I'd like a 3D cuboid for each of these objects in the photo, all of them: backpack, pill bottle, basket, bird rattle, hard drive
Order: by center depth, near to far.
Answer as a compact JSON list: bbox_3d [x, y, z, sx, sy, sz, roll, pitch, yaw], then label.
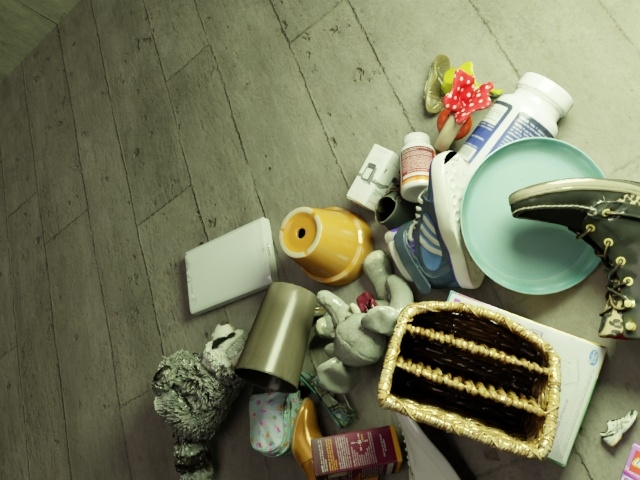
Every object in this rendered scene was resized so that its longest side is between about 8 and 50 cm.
[{"bbox_3d":[0.269,0.224,1.045,0.299,0.223,0.213,18,89,9],"label":"basket"},{"bbox_3d":[0.416,-0.222,1.278,0.153,0.153,0.265,43,102,34],"label":"pill bottle"},{"bbox_3d":[0.326,-0.289,1.328,0.143,0.253,0.207,23,124,1],"label":"bird rattle"},{"bbox_3d":[0.226,-0.171,1.351,0.086,0.086,0.152,-15,59,30],"label":"pill bottle"},{"bbox_3d":[-0.097,0.228,1.393,0.154,0.204,0.227,14,65,7],"label":"basket"},{"bbox_3d":[-0.112,0.446,1.462,0.152,0.115,0.182,-18,63,31],"label":"backpack"},{"bbox_3d":[-0.268,0.079,1.719,0.307,0.040,0.203,-22,65,26],"label":"hard drive"}]

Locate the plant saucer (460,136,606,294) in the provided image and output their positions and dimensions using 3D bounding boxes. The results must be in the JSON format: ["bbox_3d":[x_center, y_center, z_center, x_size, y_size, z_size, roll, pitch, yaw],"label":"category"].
[{"bbox_3d":[0.437,-0.049,1.193,0.317,0.044,0.317,0,90,-3],"label":"plant saucer"}]

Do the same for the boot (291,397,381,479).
[{"bbox_3d":[0.040,0.524,1.367,0.211,0.104,0.295,-4,70,22],"label":"boot"}]

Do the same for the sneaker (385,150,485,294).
[{"bbox_3d":[0.221,-0.036,1.292,0.236,0.130,0.323,4,122,43],"label":"sneaker"}]

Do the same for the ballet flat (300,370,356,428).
[{"bbox_3d":[0.020,0.377,1.439,0.188,0.070,0.070,44,102,32],"label":"ballet flat"}]

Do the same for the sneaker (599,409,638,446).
[{"bbox_3d":[0.559,0.346,1.097,0.037,0.032,0.083,41,100,34],"label":"sneaker"}]

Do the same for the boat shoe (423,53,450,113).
[{"bbox_3d":[0.291,-0.391,1.478,0.056,0.048,0.153,9,84,-10],"label":"boat shoe"}]

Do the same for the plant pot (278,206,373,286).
[{"bbox_3d":[0.000,0.000,1.471,0.205,0.188,0.205,-10,71,31],"label":"plant pot"}]

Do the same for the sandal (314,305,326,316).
[{"bbox_3d":[-0.076,0.224,1.538,0.219,0.090,0.060,-20,88,20],"label":"sandal"}]

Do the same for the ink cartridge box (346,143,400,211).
[{"bbox_3d":[0.144,-0.149,1.465,0.063,0.109,0.150,31,95,33],"label":"ink cartridge box"}]

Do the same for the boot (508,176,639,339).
[{"bbox_3d":[0.540,0.039,1.082,0.377,0.138,0.284,5,82,3],"label":"boot"}]

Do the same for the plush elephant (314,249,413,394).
[{"bbox_3d":[0.092,0.197,1.312,0.272,0.255,0.330,-47,57,14],"label":"plush elephant"}]

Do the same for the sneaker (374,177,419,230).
[{"bbox_3d":[0.209,-0.125,1.409,0.083,0.118,0.222,16,86,36],"label":"sneaker"}]

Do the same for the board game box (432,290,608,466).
[{"bbox_3d":[0.377,0.268,1.186,0.316,0.064,0.242,21,88,25],"label":"board game box"}]

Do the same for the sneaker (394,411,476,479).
[{"bbox_3d":[0.209,0.449,1.234,0.123,0.106,0.290,-39,73,25],"label":"sneaker"}]

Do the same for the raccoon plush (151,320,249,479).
[{"bbox_3d":[-0.243,0.442,1.560,0.299,0.216,0.446,-11,100,19],"label":"raccoon plush"}]

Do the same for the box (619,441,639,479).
[{"bbox_3d":[0.648,0.501,0.979,0.293,0.057,0.201,20,89,36],"label":"box"}]

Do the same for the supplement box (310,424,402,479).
[{"bbox_3d":[0.077,0.473,1.282,0.188,0.104,0.081,-9,54,-4],"label":"supplement box"}]
